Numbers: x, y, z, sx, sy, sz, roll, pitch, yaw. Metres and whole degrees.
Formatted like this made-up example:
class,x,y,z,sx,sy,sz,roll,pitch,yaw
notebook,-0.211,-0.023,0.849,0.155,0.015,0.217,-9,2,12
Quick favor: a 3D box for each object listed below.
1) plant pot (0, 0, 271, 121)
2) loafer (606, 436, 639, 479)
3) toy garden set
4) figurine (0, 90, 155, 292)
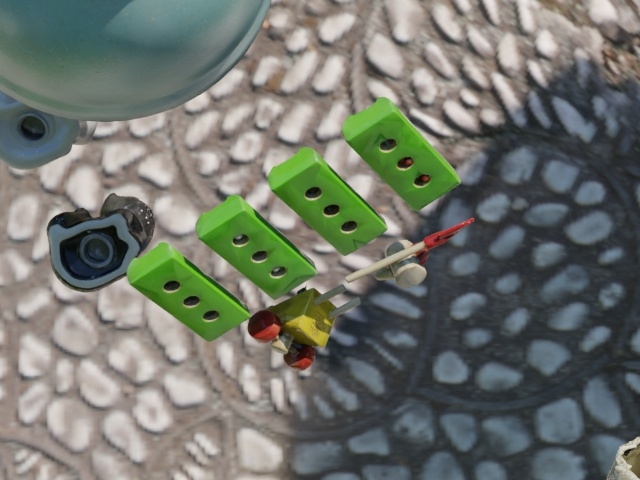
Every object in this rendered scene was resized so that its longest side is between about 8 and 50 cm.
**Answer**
class,x,y,z,sx,sy,sz,roll,pitch,yaw
plant pot,-0.169,-0.259,1.158,0.293,0.196,0.293,1,79,-8
loafer,0.203,0.095,0.626,0.102,0.268,0.092,28,129,35
toy garden set,0.000,0.000,1.187,0.244,0.204,0.049,-32,48,15
figurine,-0.244,-0.067,1.532,0.092,0.209,0.215,-25,96,7
